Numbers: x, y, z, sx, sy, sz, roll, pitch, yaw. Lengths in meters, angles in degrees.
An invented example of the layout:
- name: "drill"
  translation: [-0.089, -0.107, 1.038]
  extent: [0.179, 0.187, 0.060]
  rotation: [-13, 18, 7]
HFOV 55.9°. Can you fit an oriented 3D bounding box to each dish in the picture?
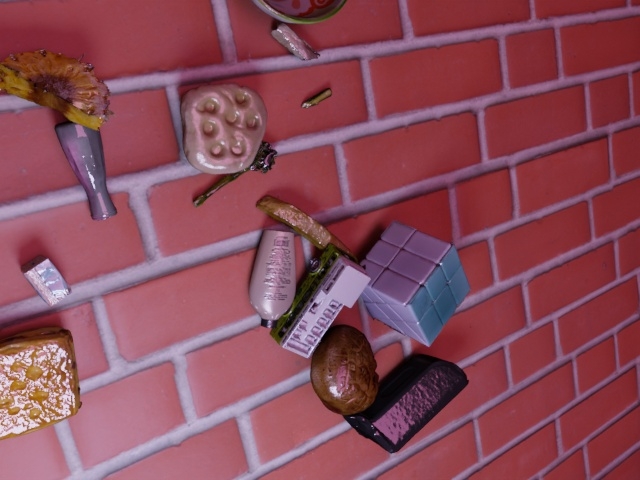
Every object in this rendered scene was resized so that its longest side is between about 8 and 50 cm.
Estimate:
- name: "dish"
  translation: [-0.082, -0.675, 1.464]
  extent: [0.324, 0.124, 0.324]
  rotation: [-1, 91, -29]

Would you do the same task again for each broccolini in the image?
- name: "broccolini"
  translation: [-0.214, -0.160, 1.507]
  extent: [0.254, 0.071, 0.057]
  rotation: [-37, 156, -16]

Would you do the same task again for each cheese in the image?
- name: "cheese"
  translation: [-0.237, -0.269, 1.418]
  extent: [0.235, 0.117, 0.218]
  rotation: [-49, 117, -20]

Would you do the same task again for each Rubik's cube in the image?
- name: "Rubik's cube"
  translation: [0.254, 0.121, 1.698]
  extent: [0.225, 0.221, 0.231]
  rotation: [-49, 136, -18]

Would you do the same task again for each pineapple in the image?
- name: "pineapple"
  translation: [-0.522, -0.320, 1.226]
  extent: [0.233, 0.079, 0.135]
  rotation: [24, 55, -13]

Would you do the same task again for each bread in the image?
- name: "bread"
  translation: [-0.630, 0.296, 1.257]
  extent: [0.235, 0.099, 0.210]
  rotation: [-12, 105, -37]

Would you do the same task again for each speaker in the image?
- name: "speaker"
  translation: [0.234, 0.453, 1.791]
  extent: [0.388, 0.180, 0.184]
  rotation: [-35, 109, -24]

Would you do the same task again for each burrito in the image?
- name: "burrito"
  translation: [-0.063, -0.501, 1.543]
  extent: [0.149, 0.041, 0.055]
  rotation: [34, 65, -32]

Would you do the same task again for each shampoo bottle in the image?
- name: "shampoo bottle"
  translation: [-0.121, 0.102, 1.566]
  extent: [0.127, 0.078, 0.257]
  rotation: [6, 92, -29]

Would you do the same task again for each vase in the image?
- name: "vase"
  translation: [-0.494, -0.151, 1.294]
  extent: [0.086, 0.086, 0.214]
  rotation: [-22, 113, -29]

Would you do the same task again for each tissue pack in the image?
- name: "tissue pack"
  translation: [-0.578, 0.085, 1.272]
  extent: [0.059, 0.074, 0.094]
  rotation: [-40, 118, -26]

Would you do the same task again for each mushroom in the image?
- name: "mushroom"
  translation: [0.070, 0.351, 1.651]
  extent: [0.253, 0.153, 0.253]
  rotation: [42, 41, -53]

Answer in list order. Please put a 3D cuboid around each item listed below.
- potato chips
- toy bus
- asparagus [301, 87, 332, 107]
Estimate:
- name: "potato chips"
  translation: [0.000, 0.000, 1.635]
  extent: [0.407, 0.080, 0.057]
  rotation: [39, 65, -31]
- name: "toy bus"
  translation: [-0.002, 0.166, 1.590]
  extent: [0.113, 0.139, 0.302]
  rotation: [30, 98, -31]
- name: "asparagus"
  translation: [-0.007, -0.378, 1.608]
  extent: [0.108, 0.021, 0.025]
  rotation: [-35, 115, -24]
